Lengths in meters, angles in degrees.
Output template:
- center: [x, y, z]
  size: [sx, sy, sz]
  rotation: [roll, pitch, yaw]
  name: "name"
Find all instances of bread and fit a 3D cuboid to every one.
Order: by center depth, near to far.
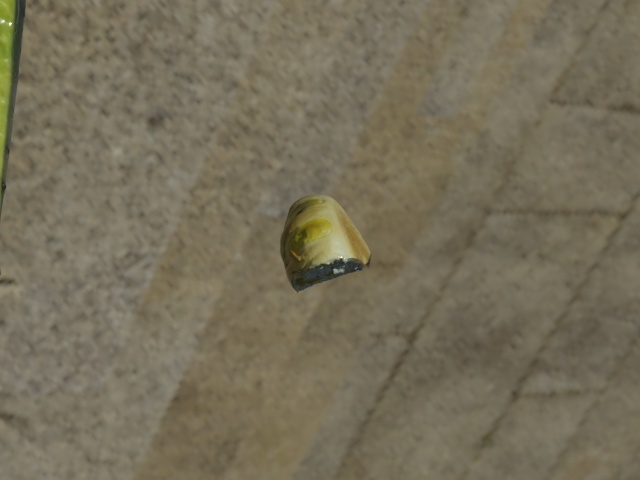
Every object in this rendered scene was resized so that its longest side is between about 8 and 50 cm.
- center: [0.000, 0.000, 1.641]
  size: [0.083, 0.157, 0.094]
  rotation: [-15, 103, 9]
  name: "bread"

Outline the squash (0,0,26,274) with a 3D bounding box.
- center: [-0.261, -0.071, 0.983]
  size: [0.093, 0.169, 0.252]
  rotation: [9, 84, -38]
  name: "squash"
